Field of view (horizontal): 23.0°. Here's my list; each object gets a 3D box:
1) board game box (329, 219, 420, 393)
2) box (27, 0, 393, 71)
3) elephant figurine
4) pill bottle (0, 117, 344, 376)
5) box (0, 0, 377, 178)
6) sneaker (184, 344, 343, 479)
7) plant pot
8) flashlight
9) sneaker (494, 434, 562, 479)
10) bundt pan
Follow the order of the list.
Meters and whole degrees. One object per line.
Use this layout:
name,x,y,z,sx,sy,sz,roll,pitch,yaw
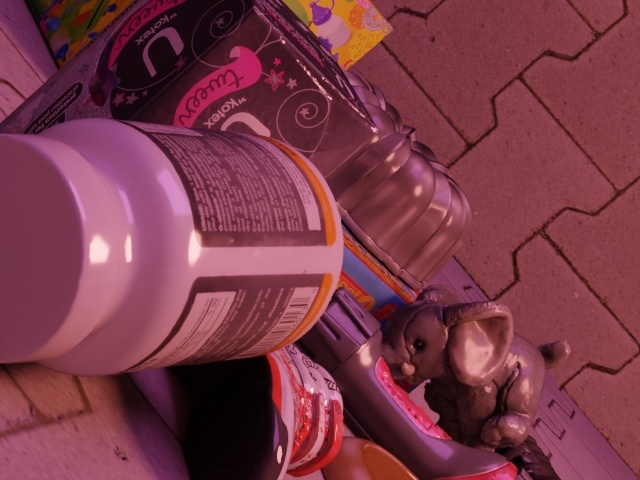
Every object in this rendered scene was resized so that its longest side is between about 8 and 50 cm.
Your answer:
board game box,0.000,0.000,1.920,0.308,0.086,0.302,42,11,-39
box,-0.129,-0.249,1.680,0.177,0.290,0.279,42,12,-44
elephant figurine,0.147,0.122,1.777,0.239,0.169,0.186,55,34,-27
pill bottle,-0.116,0.004,1.006,0.162,0.162,0.278,53,23,20
box,-0.110,-0.082,1.210,0.163,0.247,0.142,42,12,-38
sneaker,-0.032,0.138,1.184,0.145,0.090,0.270,42,9,-27
plant pot,0.087,0.264,1.425,0.236,0.032,0.236,49,9,-10
flashlight,0.097,0.181,1.588,0.304,0.103,0.103,50,10,2
sneaker,0.227,0.288,1.800,0.147,0.104,0.296,50,3,18
bundt pan,0.070,-0.099,1.996,0.331,0.124,0.331,47,10,-11
